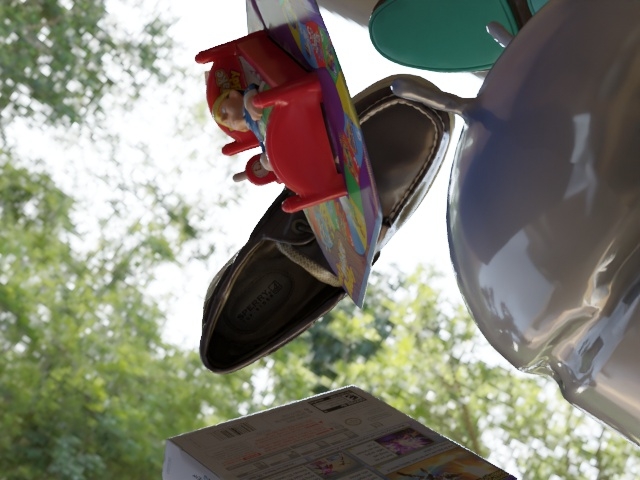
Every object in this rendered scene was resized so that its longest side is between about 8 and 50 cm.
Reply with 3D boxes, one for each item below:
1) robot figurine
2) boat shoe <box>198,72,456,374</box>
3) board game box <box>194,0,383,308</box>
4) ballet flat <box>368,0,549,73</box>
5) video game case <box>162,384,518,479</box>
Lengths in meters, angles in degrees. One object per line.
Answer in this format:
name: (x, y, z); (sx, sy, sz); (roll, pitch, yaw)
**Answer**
robot figurine: (0.199, 0.011, 0.427); (0.353, 0.200, 0.300); (33, 19, 11)
boat shoe: (0.000, 0.000, 0.810); (0.103, 0.092, 0.285); (37, -63, -14)
board game box: (-0.020, -0.042, 0.404); (0.169, 0.033, 0.133); (95, -26, -70)
ballet flat: (0.174, -0.198, 0.874); (0.280, 0.096, 0.095); (-3, -63, 37)
video game case: (0.020, 0.245, 1.077); (0.244, 0.269, 0.061); (23, -67, 43)
